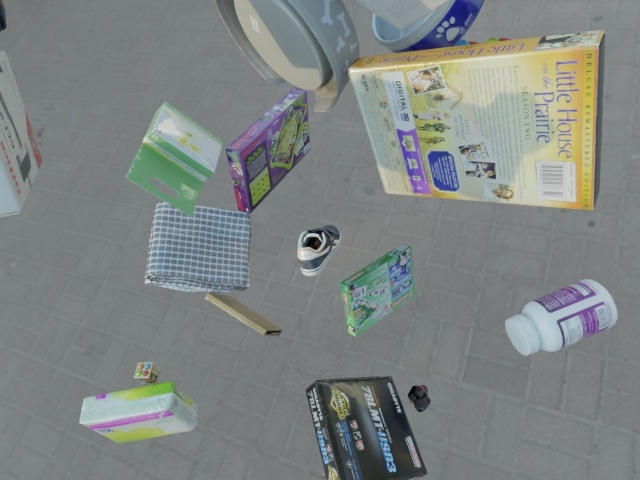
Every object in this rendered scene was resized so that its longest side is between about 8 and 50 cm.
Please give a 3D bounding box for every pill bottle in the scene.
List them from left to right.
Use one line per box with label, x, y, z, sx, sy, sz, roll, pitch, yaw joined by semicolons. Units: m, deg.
pill bottle;0.755;0.251;1.507;0.301;0.169;0.169;-21;58;-5

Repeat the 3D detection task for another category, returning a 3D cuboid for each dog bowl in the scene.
dog bowl;-0.064;-0.435;0.983;0.348;0.349;0.102;36;76;30
dog bowl;0.242;-0.547;1.078;0.265;0.104;0.265;-30;50;45

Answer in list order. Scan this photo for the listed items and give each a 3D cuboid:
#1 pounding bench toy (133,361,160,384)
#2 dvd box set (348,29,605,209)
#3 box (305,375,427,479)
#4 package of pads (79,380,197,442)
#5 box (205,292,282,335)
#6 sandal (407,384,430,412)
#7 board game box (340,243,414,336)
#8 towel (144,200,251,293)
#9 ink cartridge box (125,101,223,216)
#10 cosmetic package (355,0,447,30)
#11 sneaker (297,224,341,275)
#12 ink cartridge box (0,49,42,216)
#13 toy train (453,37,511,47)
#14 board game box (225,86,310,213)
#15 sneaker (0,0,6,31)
pounding bench toy;-0.566;0.422;1.510;0.083;0.065;0.052;-4;53;11
dvd box set;0.278;-0.205;0.877;0.420;0.308;0.062;9;49;36
box;0.126;0.535;1.332;0.073;0.293;0.296;-52;43;40
package of pads;-0.571;0.560;1.529;0.296;0.229;0.101;-11;52;4
box;-0.214;0.210;1.346;0.201;0.164;0.021;30;87;14
sandal;0.289;0.460;1.413;0.040;0.179;0.067;41;89;5
board game box;0.212;0.174;1.691;0.317;0.214;0.046;-28;33;-32
towel;-0.329;0.020;1.321;0.283;0.121;0.235;7;62;-19
ink cartridge box;-0.327;-0.191;1.096;0.056;0.171;0.235;-34;36;33
cosmetic package;0.126;-0.482;0.744;0.224;0.224;0.138;-2;71;61
sneaker;0.000;0.000;1.901;0.126;0.127;0.321;-3;30;20
ink cartridge box;-0.510;-0.161;0.691;0.114;0.197;0.273;-13;29;-17
toy train;0.478;-0.500;1.266;0.248;0.143;0.105;7;97;31
board game box;-0.133;-0.259;1.337;0.056;0.208;0.347;22;49;18
sneaker;-0.518;-0.341;0.679;0.111;0.121;0.300;-28;17;-26
